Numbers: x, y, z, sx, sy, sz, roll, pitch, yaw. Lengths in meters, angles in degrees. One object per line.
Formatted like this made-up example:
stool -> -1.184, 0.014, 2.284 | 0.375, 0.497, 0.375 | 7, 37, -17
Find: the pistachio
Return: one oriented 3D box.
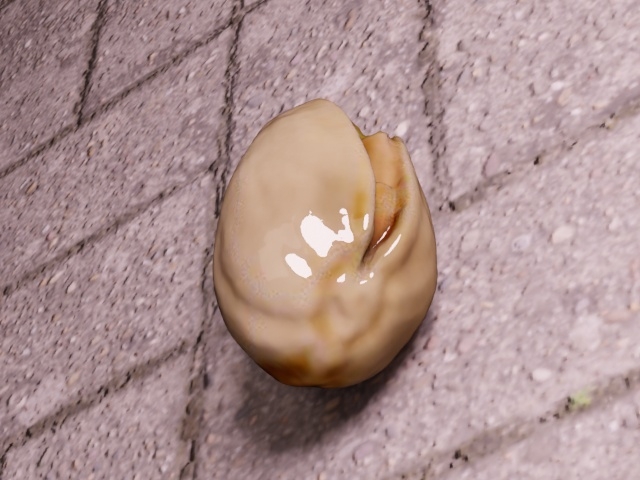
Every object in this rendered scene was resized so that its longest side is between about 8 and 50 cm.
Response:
pistachio -> 0.000, 0.000, 0.866 | 0.144, 0.144, 0.215 | -31, 29, 21
